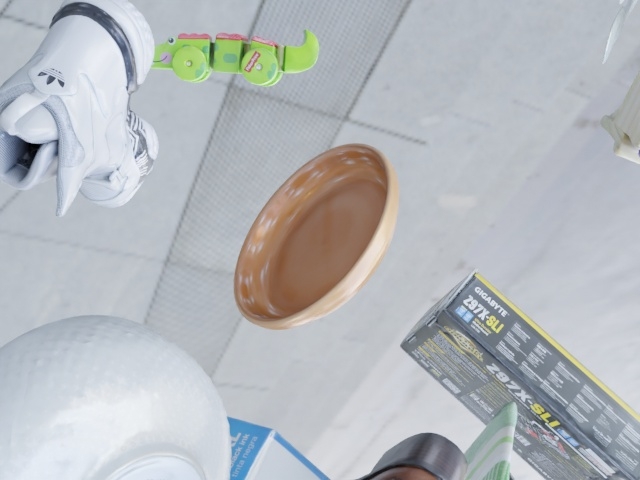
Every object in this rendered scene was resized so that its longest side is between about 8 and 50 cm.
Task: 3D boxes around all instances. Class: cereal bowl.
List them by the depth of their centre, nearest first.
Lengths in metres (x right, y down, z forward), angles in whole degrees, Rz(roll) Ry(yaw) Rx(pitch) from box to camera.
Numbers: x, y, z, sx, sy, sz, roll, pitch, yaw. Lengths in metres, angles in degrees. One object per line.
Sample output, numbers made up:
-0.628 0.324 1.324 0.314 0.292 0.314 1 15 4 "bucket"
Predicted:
-0.215 0.250 1.133 0.141 0.339 0.339 25 -177 43 "cereal bowl"

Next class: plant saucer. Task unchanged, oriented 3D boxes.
0.000 0.000 1.093 0.200 0.200 0.037 -30 127 33 "plant saucer"

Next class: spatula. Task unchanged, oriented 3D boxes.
0.371 -0.320 1.358 0.019 0.242 0.168 15 122 17 "spatula"

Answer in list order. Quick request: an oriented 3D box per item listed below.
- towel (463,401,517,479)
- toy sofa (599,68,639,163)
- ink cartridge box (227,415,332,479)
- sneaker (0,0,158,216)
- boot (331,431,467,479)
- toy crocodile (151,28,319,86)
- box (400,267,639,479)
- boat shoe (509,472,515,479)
0.141 0.352 1.277 0.038 0.325 0.248 31 117 -3 "towel"
0.478 -0.241 1.343 0.150 0.177 0.362 20 107 -7 "toy sofa"
-0.168 0.330 1.499 0.395 0.166 0.285 8 151 39 "ink cartridge box"
-0.291 -0.107 1.332 0.137 0.210 0.366 28 149 7 "sneaker"
-0.003 0.313 0.961 0.096 0.280 0.264 47 129 -7 "boot"
-0.173 -0.339 2.139 0.341 0.105 0.115 3 -174 5 "toy crocodile"
0.268 0.198 1.538 0.079 0.322 0.257 -46 175 -19 "box"
0.262 0.354 1.559 0.049 0.133 0.042 -51 151 15 "boat shoe"
